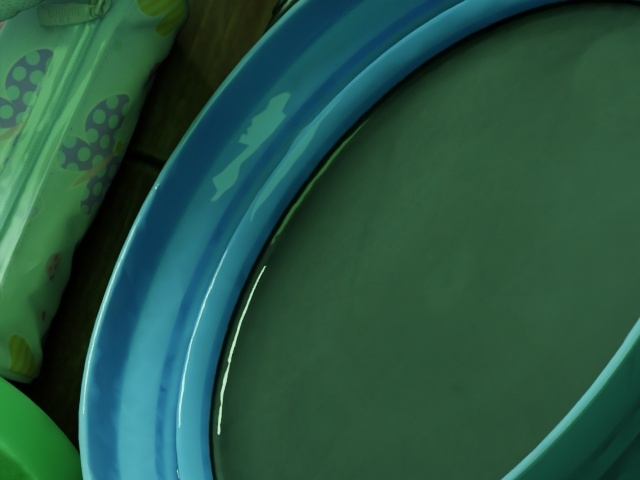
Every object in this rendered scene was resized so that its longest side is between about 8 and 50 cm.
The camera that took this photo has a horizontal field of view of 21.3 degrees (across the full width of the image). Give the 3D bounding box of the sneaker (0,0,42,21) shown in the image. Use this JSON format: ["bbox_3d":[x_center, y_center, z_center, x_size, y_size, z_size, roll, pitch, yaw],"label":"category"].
[{"bbox_3d":[-0.243,-0.263,0.941,0.323,0.130,0.236,34,100,10],"label":"sneaker"}]

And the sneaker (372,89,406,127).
[{"bbox_3d":[0.042,-0.034,0.988,0.067,0.064,0.175,16,90,-24],"label":"sneaker"}]

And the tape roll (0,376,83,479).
[{"bbox_3d":[-0.277,0.212,0.976,0.321,0.077,0.321,0,104,2],"label":"tape roll"}]

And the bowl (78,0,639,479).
[{"bbox_3d":[0.044,0.006,0.800,0.391,0.077,0.391,-32,38,29],"label":"bowl"}]

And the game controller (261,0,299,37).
[{"bbox_3d":[0.000,0.000,1.038,0.166,0.067,0.319,23,86,-2],"label":"game controller"}]

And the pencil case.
[{"bbox_3d":[-0.176,-0.049,1.038,0.113,0.124,0.273,24,87,-27],"label":"pencil case"}]
